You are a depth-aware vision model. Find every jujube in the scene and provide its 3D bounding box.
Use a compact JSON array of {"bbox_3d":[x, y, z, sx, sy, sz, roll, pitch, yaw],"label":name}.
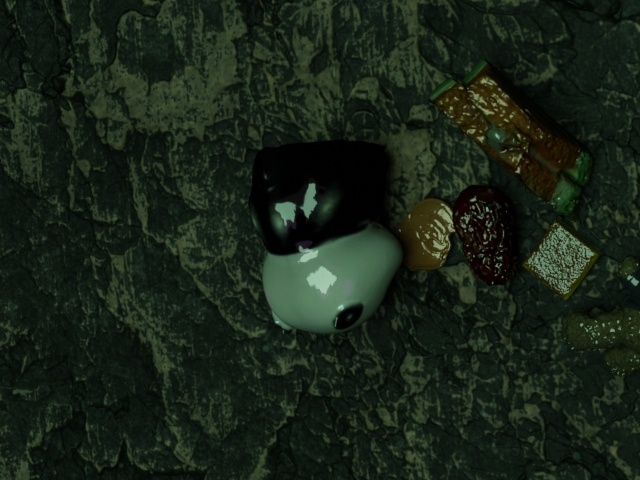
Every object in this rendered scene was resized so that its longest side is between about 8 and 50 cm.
[{"bbox_3d":[0.262,-0.009,2.024,0.104,0.104,0.165,-1,106,28],"label":"jujube"}]

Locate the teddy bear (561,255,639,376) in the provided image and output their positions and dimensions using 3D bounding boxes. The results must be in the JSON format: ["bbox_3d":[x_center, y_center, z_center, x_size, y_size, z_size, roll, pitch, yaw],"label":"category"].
[{"bbox_3d":[0.497,0.118,1.894,0.182,0.129,0.251,37,111,-20],"label":"teddy bear"}]

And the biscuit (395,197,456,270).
[{"bbox_3d":[0.177,-0.008,2.110,0.102,0.019,0.130,39,113,20],"label":"biscuit"}]

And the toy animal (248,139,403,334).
[{"bbox_3d":[0.000,0.000,2.090,0.251,0.251,0.309,-7,87,28],"label":"toy animal"}]

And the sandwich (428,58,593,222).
[{"bbox_3d":[0.289,-0.174,1.939,0.109,0.212,0.292,-48,60,9],"label":"sandwich"}]

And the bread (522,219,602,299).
[{"bbox_3d":[0.380,0.031,1.998,0.090,0.035,0.094,40,112,18],"label":"bread"}]
